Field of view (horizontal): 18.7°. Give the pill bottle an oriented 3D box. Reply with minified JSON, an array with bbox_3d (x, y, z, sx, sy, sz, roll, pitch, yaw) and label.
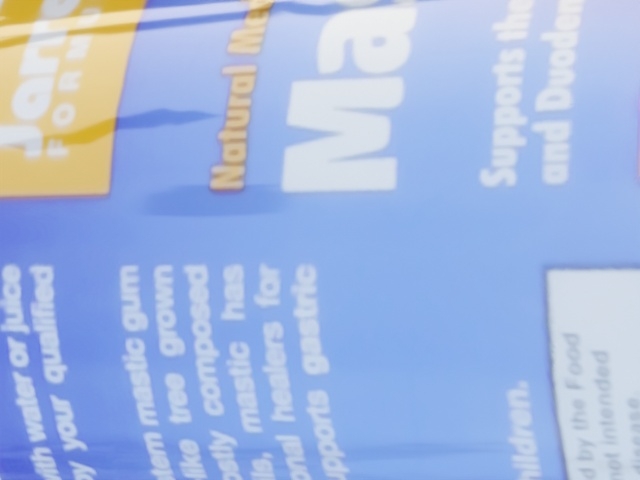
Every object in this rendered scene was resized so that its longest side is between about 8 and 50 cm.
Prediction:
[{"bbox_3d":[0.000,0.000,0.415,0.152,0.272,0.152,-1,-90,-68],"label":"pill bottle"}]
